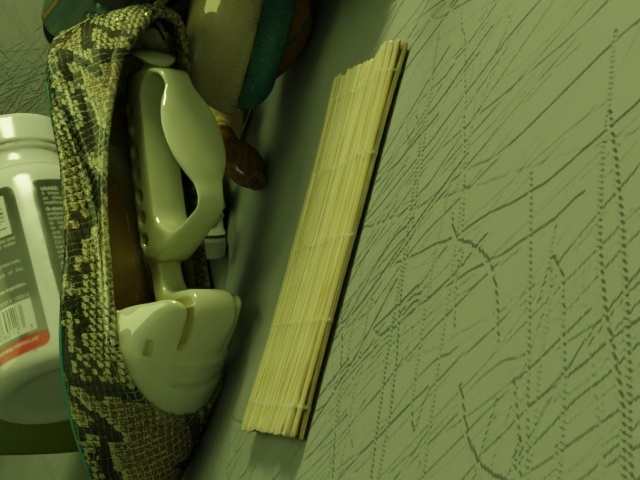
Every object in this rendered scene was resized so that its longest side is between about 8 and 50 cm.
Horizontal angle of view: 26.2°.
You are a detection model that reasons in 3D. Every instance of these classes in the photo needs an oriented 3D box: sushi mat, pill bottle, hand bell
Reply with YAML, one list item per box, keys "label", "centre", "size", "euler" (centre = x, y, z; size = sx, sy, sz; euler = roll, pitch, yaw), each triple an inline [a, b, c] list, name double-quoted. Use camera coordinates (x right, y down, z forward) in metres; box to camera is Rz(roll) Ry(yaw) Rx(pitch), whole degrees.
- label: "sushi mat"
  centre: [0.000, 0.000, 1.076]
  size: [0.151, 0.019, 0.316]
  euler: [156, 131, -72]
- label: "pill bottle"
  centre: [-0.361, 0.032, 1.751]
  size: [0.210, 0.210, 0.362]
  euler: [-54, 48, 50]
- label: "hand bell"
  centre: [-0.104, -0.109, 1.475]
  size: [0.126, 0.126, 0.242]
  euler: [-68, 26, 17]

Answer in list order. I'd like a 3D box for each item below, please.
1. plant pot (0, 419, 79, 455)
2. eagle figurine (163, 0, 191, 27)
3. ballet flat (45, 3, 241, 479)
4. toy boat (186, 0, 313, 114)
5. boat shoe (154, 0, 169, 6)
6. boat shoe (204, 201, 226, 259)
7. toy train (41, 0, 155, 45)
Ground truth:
- label: "plant pot"
  centre: [-0.441, 0.192, 1.931]
  size: [0.275, 0.294, 0.274]
  euler: [-162, 90, -75]
- label: "eagle figurine"
  centre: [-0.201, -0.199, 1.743]
  size: [0.298, 0.226, 0.225]
  euler: [-101, 11, -53]
- label: "ballet flat"
  centre: [-0.156, 0.005, 1.276]
  size: [0.182, 0.164, 0.482]
  euler: [-16, 76, 40]
- label: "toy boat"
  centre: [-0.042, -0.257, 1.333]
  size: [0.318, 0.148, 0.267]
  euler: [155, 126, -79]
- label: "boat shoe"
  centre: [-0.205, -0.304, 1.969]
  size: [0.302, 0.109, 0.094]
  euler: [-47, 59, 62]
- label: "boat shoe"
  centre: [-0.152, -0.042, 1.521]
  size: [0.258, 0.095, 0.084]
  euler: [-130, 46, -72]
- label: "toy train"
  centre: [-0.263, -0.350, 1.708]
  size: [0.334, 0.142, 0.190]
  euler: [-27, 48, 57]
